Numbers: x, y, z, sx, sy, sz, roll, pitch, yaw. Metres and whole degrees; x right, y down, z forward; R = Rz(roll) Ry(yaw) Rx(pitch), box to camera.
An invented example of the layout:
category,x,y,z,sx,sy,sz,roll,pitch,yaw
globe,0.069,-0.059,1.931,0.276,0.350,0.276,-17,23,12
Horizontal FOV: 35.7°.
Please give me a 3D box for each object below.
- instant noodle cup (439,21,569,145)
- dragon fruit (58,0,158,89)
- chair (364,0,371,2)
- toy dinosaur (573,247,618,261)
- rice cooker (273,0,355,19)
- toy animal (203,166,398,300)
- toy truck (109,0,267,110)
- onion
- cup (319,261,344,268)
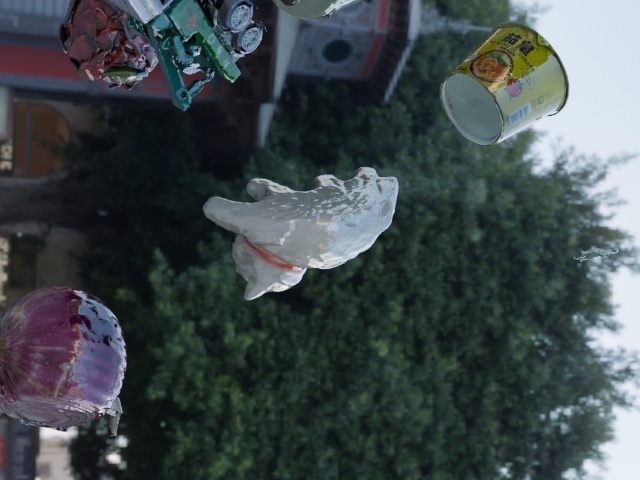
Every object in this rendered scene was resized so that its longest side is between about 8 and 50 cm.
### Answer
category,x,y,z,sx,sy,sz,roll,pitch,yaw
instant noodle cup,0.298,-0.251,1.655,0.182,0.144,0.182,43,-25,25
dragon fruit,-0.443,-0.463,2.101,0.293,0.234,0.234,64,-25,6
chair,0.123,-0.676,1.764,0.203,0.241,0.416,-20,-138,53
toy dinosaur,0.483,0.022,1.740,0.083,0.062,0.021,-170,-111,-83
rice cooker,-0.001,-0.578,2.046,0.226,0.244,0.226,19,-55,29
toy animal,-0.011,-0.013,1.749,0.266,0.308,0.188,7,-67,28
toy truck,-0.228,-0.372,1.581,0.176,0.178,0.363,35,-14,29
onion,-0.438,0.194,1.692,0.230,0.272,0.256,-39,-112,29
cup,0.010,-0.004,2.336,0.136,0.099,0.133,90,-21,-63
